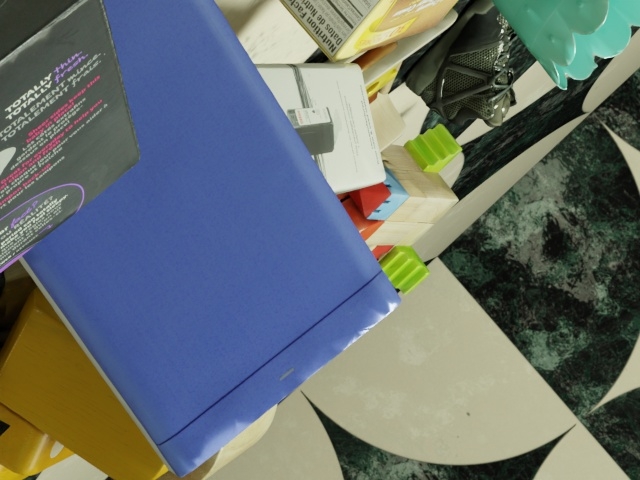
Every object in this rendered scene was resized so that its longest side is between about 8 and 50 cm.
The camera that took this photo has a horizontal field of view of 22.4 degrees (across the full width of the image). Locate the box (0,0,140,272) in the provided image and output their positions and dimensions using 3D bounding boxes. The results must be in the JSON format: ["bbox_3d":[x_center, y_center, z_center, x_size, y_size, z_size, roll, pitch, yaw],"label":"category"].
[{"bbox_3d":[-0.213,-0.087,0.896,0.165,0.143,0.270,-40,170,-12],"label":"box"}]

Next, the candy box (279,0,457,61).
[{"bbox_3d":[0.119,-0.300,1.380,0.183,0.087,0.316,-26,162,-51],"label":"candy box"}]

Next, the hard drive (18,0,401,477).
[{"bbox_3d":[-0.106,-0.024,1.127,0.210,0.318,0.040,-38,-162,-16],"label":"hard drive"}]

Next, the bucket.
[{"bbox_3d":[0.288,-0.312,1.698,0.281,0.183,0.281,-39,170,-8],"label":"bucket"}]

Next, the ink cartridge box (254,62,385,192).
[{"bbox_3d":[-0.089,-0.070,1.335,0.197,0.114,0.273,-14,180,22],"label":"ink cartridge box"}]

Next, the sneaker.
[{"bbox_3d":[0.216,-0.226,1.976,0.227,0.130,0.087,-49,169,31],"label":"sneaker"}]

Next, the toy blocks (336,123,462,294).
[{"bbox_3d":[0.000,0.000,2.119,0.381,0.190,0.261,-44,159,22],"label":"toy blocks"}]

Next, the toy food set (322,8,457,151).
[{"bbox_3d":[0.037,-0.134,1.805,0.220,0.092,0.306,-37,170,-19],"label":"toy food set"}]

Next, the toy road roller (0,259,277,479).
[{"bbox_3d":[-0.225,0.132,1.311,0.240,0.329,0.202,-64,167,15],"label":"toy road roller"}]
